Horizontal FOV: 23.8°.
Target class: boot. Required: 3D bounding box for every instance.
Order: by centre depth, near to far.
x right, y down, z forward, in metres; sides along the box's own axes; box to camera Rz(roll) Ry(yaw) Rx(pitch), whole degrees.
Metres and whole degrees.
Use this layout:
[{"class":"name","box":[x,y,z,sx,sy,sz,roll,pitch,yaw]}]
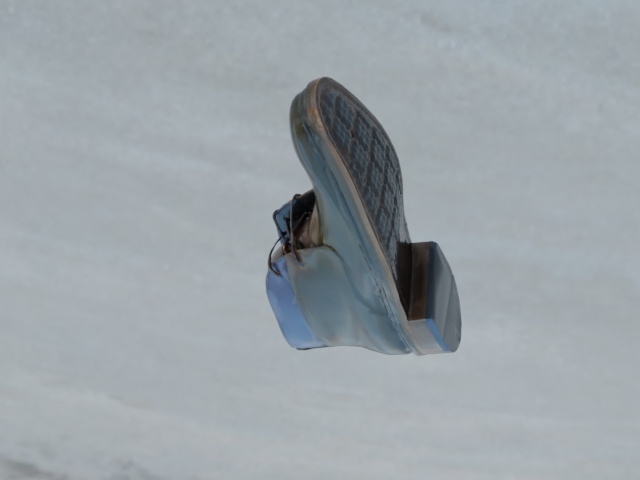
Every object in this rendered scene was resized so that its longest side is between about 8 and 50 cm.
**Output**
[{"class":"boot","box":[0.000,0.000,0.872,0.106,0.082,0.219,-9,136,21]}]
